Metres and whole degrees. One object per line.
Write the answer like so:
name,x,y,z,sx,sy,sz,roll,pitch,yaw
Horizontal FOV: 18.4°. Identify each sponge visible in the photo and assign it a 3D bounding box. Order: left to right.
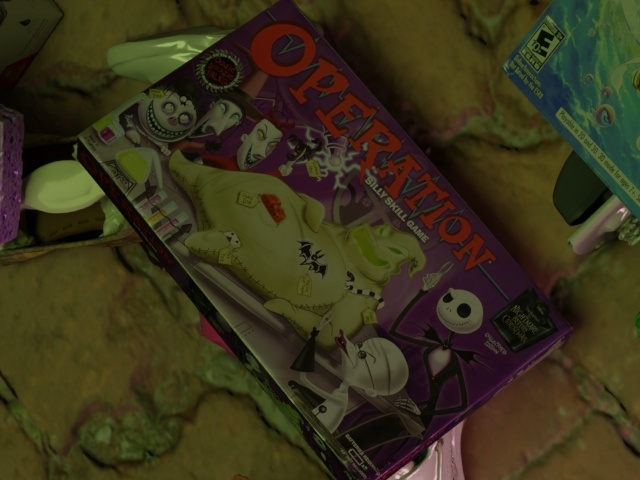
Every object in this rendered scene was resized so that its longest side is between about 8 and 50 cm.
sponge,-0.341,-0.086,1.701,0.210,0.031,0.117,24,121,29

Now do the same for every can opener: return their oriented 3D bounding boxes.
can opener,0.267,-0.088,1.396,0.280,0.074,0.093,-43,69,30

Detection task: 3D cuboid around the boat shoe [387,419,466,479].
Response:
boat shoe,0.058,0.177,1.555,0.098,0.096,0.277,9,99,35

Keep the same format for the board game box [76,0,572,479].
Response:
board game box,0.000,0.000,1.492,0.347,0.208,0.056,50,158,13

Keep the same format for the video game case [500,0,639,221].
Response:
video game case,0.280,-0.120,1.306,0.244,0.061,0.269,-52,58,22

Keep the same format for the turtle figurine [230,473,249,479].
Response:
turtle figurine,-0.015,0.340,1.628,0.217,0.087,0.269,23,113,49

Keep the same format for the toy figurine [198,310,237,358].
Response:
toy figurine,-0.043,0.035,1.576,0.173,0.159,0.130,41,116,26

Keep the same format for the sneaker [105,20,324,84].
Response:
sneaker,-0.090,-0.131,1.651,0.212,0.080,0.094,3,108,34

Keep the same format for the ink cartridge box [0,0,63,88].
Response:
ink cartridge box,-0.312,-0.185,1.760,0.056,0.135,0.099,50,120,20

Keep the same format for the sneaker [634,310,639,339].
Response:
sneaker,0.332,0.038,1.341,0.295,0.109,0.123,-29,81,34

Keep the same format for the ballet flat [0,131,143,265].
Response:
ballet flat,-0.254,-0.040,1.747,0.349,0.123,0.123,-6,91,36
